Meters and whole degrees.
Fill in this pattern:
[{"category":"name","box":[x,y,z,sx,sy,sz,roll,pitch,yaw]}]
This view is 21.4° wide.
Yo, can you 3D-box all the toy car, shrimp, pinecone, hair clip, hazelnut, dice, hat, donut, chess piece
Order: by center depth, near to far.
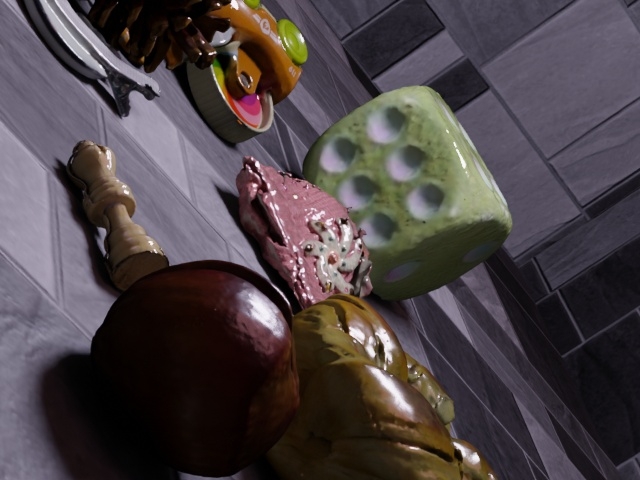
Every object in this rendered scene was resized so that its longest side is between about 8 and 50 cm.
[{"category":"hazelnut","box":[-0.101,0.104,1.388,0.178,0.178,0.204,54,6,-6]},{"category":"chess piece","box":[-0.199,-0.030,1.608,0.060,0.060,0.172,41,16,-53]},{"category":"donut","box":[0.065,0.218,1.716,0.360,0.170,0.360,52,9,-12]},{"category":"hair clip","box":[-0.271,-0.235,1.917,0.220,0.054,0.140,48,17,-23]},{"category":"pinecone","box":[-0.200,-0.292,2.033,0.168,0.185,0.212,17,41,-53]},{"category":"shrimp","box":[-0.255,-0.278,2.167,0.127,0.025,0.091,59,10,-7]},{"category":"hat","box":[0.000,0.000,2.231,0.237,0.107,0.286,68,18,10]},{"category":"toy car","box":[-0.129,-0.244,2.379,0.235,0.145,0.235,44,32,-37]},{"category":"dice","box":[0.134,-0.067,2.617,0.252,0.254,0.250,62,13,22]}]
